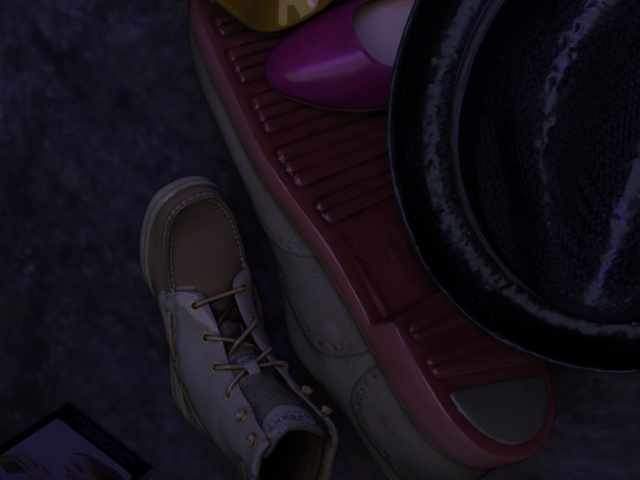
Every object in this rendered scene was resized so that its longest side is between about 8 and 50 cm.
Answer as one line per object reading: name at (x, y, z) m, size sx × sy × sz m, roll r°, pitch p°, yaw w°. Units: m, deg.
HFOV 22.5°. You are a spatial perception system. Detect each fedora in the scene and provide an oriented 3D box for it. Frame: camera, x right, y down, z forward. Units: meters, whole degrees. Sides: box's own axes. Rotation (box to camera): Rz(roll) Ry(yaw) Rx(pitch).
fedora at (0.185, -0.069, 0.950) m, size 0.334 × 0.152 × 0.334 m, roll 1°, pitch 100°, yaw 7°

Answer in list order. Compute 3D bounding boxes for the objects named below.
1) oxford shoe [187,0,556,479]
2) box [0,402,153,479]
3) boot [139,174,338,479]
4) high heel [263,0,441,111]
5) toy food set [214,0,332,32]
oxford shoe at (0.000, 0.000, 1.110) m, size 0.146 × 0.140 × 0.397 m, roll -43°, pitch 70°, yaw 47°
box at (-0.232, 0.228, 1.096) m, size 0.087 × 0.290 × 0.169 m, roll 37°, pitch 103°, yaw 5°
boot at (-0.053, 0.075, 1.082) m, size 0.077 × 0.165 × 0.213 m, roll -18°, pitch 125°, yaw -20°
high heel at (0.082, -0.154, 1.044) m, size 0.244 × 0.117 × 0.082 m, roll -11°, pitch 67°, yaw -11°
toy food set at (-0.022, -0.234, 1.105) m, size 0.128 × 0.071 × 0.218 m, roll 39°, pitch 69°, yaw -10°
